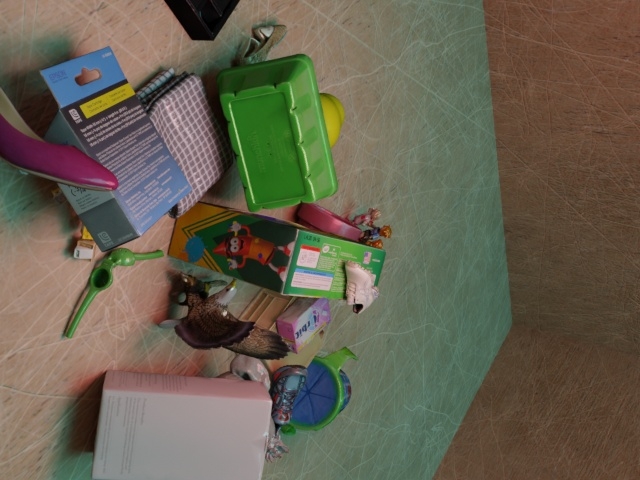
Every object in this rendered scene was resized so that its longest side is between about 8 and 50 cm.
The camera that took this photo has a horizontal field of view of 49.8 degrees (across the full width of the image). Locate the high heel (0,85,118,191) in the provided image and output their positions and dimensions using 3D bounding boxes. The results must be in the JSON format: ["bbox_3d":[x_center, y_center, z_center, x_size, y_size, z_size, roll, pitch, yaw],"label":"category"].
[{"bbox_3d":[-0.499,-0.214,1.155,0.127,0.377,0.181,-171,-77,-80],"label":"high heel"}]

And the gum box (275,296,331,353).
[{"bbox_3d":[-0.043,0.227,2.004,0.188,0.062,0.107,-40,132,-43],"label":"gum box"}]

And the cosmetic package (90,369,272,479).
[{"bbox_3d":[-0.319,0.435,1.602,0.385,0.156,0.217,9,95,-16],"label":"cosmetic package"}]

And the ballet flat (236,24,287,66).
[{"bbox_3d":[-0.156,-0.517,1.811,0.067,0.073,0.206,49,55,-34],"label":"ballet flat"}]

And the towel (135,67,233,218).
[{"bbox_3d":[-0.331,-0.224,1.590,0.235,0.121,0.283,-52,139,-35],"label":"towel"}]

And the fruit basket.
[{"bbox_3d":[-0.085,-0.275,1.735,0.392,0.283,0.391,-9,90,-81],"label":"fruit basket"}]

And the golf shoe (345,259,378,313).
[{"bbox_3d":[0.093,0.121,1.724,0.086,0.069,0.176,-52,141,-20],"label":"golf shoe"}]

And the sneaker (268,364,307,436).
[{"bbox_3d":[-0.100,0.467,1.974,0.104,0.125,0.261,12,124,-25],"label":"sneaker"}]

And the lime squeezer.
[{"bbox_3d":[-0.473,0.082,1.556,0.310,0.059,0.110,-49,168,-39],"label":"lime squeezer"}]

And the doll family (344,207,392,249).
[{"bbox_3d":[0.149,-0.007,2.283,0.118,0.163,0.263,65,28,-20],"label":"doll family"}]

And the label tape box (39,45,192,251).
[{"bbox_3d":[-0.415,-0.181,1.335,0.333,0.106,0.240,62,24,-16],"label":"label tape box"}]

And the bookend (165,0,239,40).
[{"bbox_3d":[-0.276,-0.576,1.601,0.157,0.072,0.156,-63,144,-22],"label":"bookend"}]

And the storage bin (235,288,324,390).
[{"bbox_3d":[-0.123,0.285,2.075,0.260,0.123,0.262,-53,139,-33],"label":"storage bin"}]

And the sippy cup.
[{"bbox_3d":[-0.007,0.491,2.244,0.224,0.306,0.240,27,49,-68],"label":"sippy cup"}]

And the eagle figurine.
[{"bbox_3d":[-0.243,0.194,1.665,0.226,0.298,0.225,-23,145,-29],"label":"eagle figurine"}]

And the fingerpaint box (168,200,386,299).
[{"bbox_3d":[-0.099,0.029,1.795,0.445,0.371,0.163,13,92,-57],"label":"fingerpaint box"}]

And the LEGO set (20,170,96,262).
[{"bbox_3d":[-0.504,-0.096,1.426,0.132,0.107,0.287,-25,134,-9],"label":"LEGO set"}]

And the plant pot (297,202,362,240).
[{"bbox_3d":[0.000,0.000,2.119,0.201,0.201,0.180,17,101,-57],"label":"plant pot"}]

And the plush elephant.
[{"bbox_3d":[-0.246,0.450,1.837,0.272,0.330,0.255,-39,113,-35],"label":"plush elephant"}]
